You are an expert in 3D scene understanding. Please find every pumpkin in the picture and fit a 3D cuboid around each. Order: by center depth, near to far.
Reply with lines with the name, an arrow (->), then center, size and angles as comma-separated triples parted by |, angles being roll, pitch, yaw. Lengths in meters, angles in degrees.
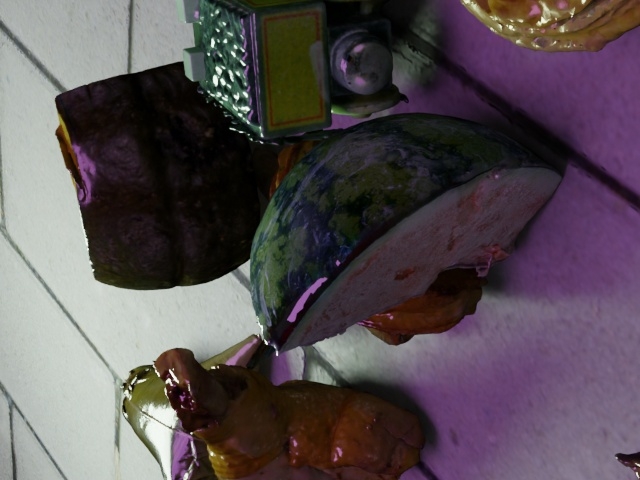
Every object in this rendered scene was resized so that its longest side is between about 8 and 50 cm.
pumpkin -> -0.204, -0.078, 1.435 | 0.256, 0.225, 0.303 | -131, 28, -63

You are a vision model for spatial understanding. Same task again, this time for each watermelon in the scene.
watermelon -> 0.061, -0.019, 1.026 | 0.224, 0.305, 0.180 | 2, 110, 56

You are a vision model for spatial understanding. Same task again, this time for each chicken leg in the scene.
chicken leg -> -0.031, 0.219, 1.338 | 0.295, 0.182, 0.409 | -3, 149, 29

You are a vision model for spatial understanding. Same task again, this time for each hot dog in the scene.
hot dog -> 0.054, 0.005, 1.177 | 0.259, 0.175, 0.114 | 53, 126, 23

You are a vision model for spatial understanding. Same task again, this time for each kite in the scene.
kite -> -0.051, 0.108, 1.431 | 0.010, 0.183, 0.160 | 34, 179, 19

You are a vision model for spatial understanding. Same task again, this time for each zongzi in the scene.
zongzi -> -0.189, 0.204, 1.697 | 0.274, 0.145, 0.300 | 40, 120, 46

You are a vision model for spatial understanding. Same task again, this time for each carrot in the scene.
carrot -> 0.000, -0.001, 1.349 | 0.342, 0.070, 0.070 | 49, 142, 32

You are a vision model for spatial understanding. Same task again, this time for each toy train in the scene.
toy train -> -0.028, -0.203, 1.144 | 0.272, 0.188, 0.159 | -135, 37, -59

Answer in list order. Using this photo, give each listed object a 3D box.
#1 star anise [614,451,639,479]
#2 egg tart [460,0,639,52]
star anise -> 0.357, 0.242, 0.959 | 0.208, 0.063, 0.172 | -28, 87, 54
egg tart -> 0.195, -0.314, 0.821 | 0.352, 0.150, 0.352 | 28, 124, 52
